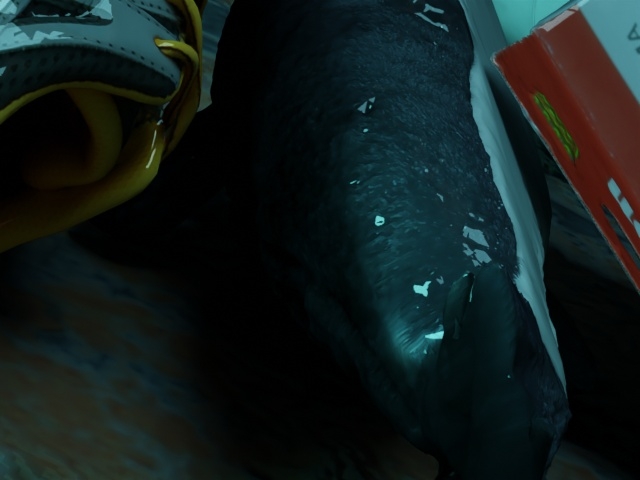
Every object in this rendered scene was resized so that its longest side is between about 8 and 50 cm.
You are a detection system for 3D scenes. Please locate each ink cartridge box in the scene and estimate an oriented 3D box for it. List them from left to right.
[{"bbox_3d":[0.111,-0.008,0.511,0.145,0.045,0.179,58,17,-1],"label":"ink cartridge box"}]

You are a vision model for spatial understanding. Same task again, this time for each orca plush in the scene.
[{"bbox_3d":[0.000,0.000,0.469,0.287,0.102,0.151,-96,164,-55],"label":"orca plush"}]

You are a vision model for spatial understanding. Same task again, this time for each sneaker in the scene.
[{"bbox_3d":[-0.055,-0.049,0.420,0.083,0.084,0.215,34,55,11],"label":"sneaker"}]

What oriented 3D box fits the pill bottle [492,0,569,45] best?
[{"bbox_3d":[0.060,-0.153,0.748,0.153,0.153,0.264,1,31,-46],"label":"pill bottle"}]
